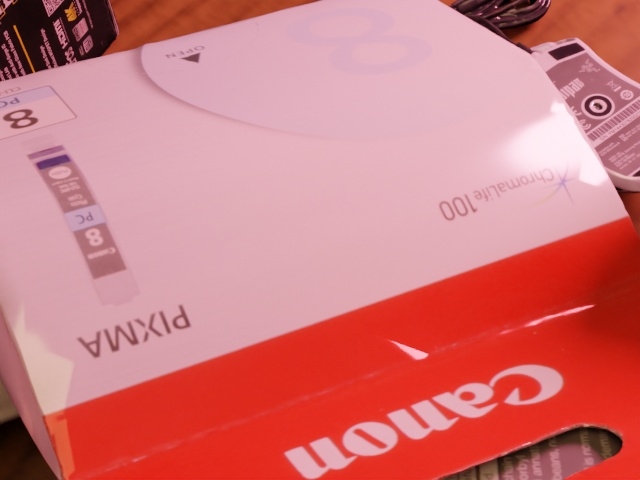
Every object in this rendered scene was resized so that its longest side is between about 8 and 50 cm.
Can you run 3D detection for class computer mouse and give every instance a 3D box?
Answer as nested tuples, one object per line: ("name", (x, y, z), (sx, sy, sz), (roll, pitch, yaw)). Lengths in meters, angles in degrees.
("computer mouse", (0.141, -0.085, 0.828), (0.106, 0.042, 0.193), (-32, 59, -17))

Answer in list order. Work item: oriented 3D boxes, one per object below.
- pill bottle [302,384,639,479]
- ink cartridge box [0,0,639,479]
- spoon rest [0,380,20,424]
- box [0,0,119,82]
("pill bottle", (0.074, 0.153, 0.630), (0.318, 0.176, 0.176), (-3, 62, 4))
("ink cartridge box", (0.000, 0.000, 0.639), (0.308, 0.091, 0.385), (-17, 31, -21))
("spoon rest", (-0.231, 0.080, 0.741), (0.137, 0.084, 0.276), (42, 74, 5))
("box", (-0.238, -0.127, 0.722), (0.079, 0.322, 0.257), (32, 70, 18))
